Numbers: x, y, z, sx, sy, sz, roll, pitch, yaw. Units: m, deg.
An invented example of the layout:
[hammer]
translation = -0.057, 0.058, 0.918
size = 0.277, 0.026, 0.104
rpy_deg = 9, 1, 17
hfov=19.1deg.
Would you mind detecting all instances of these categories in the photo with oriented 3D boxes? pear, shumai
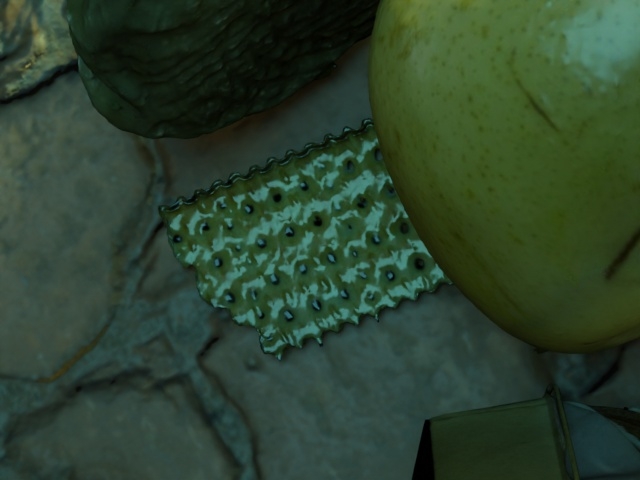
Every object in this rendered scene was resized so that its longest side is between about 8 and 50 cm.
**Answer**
[pear]
translation = 0.177, -0.084, 1.150
size = 0.309, 0.309, 0.309
rpy_deg = -3, 77, 13
[shumai]
translation = -0.072, -0.258, 1.264
size = 0.309, 0.304, 0.263
rpy_deg = -26, 62, -26

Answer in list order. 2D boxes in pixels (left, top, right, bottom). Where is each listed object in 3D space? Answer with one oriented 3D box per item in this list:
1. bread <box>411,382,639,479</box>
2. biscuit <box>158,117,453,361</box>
[bread]
translation = 0.160, 0.186, 1.146
size = 0.212, 0.224, 0.142
rpy_deg = 5, 115, -2
[biscuit]
translation = 0.000, 0.000, 1.321
size = 0.203, 0.016, 0.144
rpy_deg = -24, 73, 7
